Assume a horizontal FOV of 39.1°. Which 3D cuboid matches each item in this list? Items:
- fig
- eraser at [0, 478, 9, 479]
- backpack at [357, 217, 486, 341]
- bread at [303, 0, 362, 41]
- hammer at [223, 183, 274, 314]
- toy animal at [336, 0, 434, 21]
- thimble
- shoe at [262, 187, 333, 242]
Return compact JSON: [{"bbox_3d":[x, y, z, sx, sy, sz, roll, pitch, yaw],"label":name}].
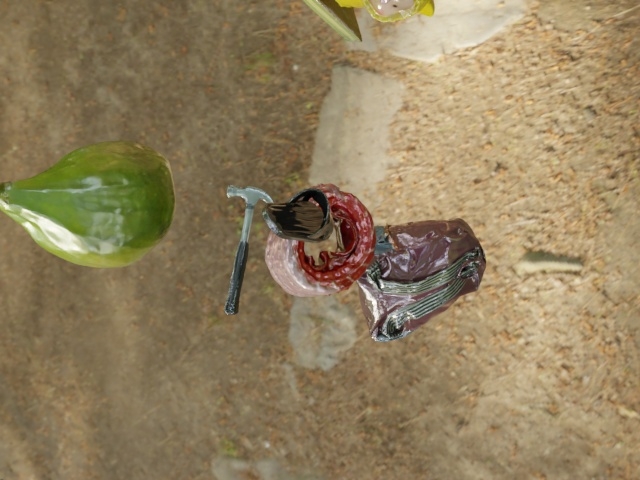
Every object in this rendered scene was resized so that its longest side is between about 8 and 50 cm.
[{"bbox_3d":[-0.404,-0.068,1.518,0.233,0.314,0.233,-176,90,-69],"label":"fig"},{"bbox_3d":[-0.322,0.385,1.048,0.332,0.149,0.331,5,146,4],"label":"eraser"},{"bbox_3d":[0.229,0.078,2.091,0.317,0.197,0.283,-17,123,7],"label":"backpack"},{"bbox_3d":[0.018,-0.442,1.775,0.074,0.084,0.139,29,143,59],"label":"bread"},{"bbox_3d":[-0.142,0.020,1.705,0.029,0.103,0.246,159,120,-79],"label":"hammer"},{"bbox_3d":[0.097,-0.472,1.601,0.230,0.156,0.156,21,118,25],"label":"toy animal"},{"bbox_3d":[0.001,0.007,1.549,0.163,0.189,0.125,29,167,-17],"label":"thimble"},{"bbox_3d":[-0.014,-0.033,1.079,0.053,0.159,0.062,-40,76,22],"label":"shoe"}]
